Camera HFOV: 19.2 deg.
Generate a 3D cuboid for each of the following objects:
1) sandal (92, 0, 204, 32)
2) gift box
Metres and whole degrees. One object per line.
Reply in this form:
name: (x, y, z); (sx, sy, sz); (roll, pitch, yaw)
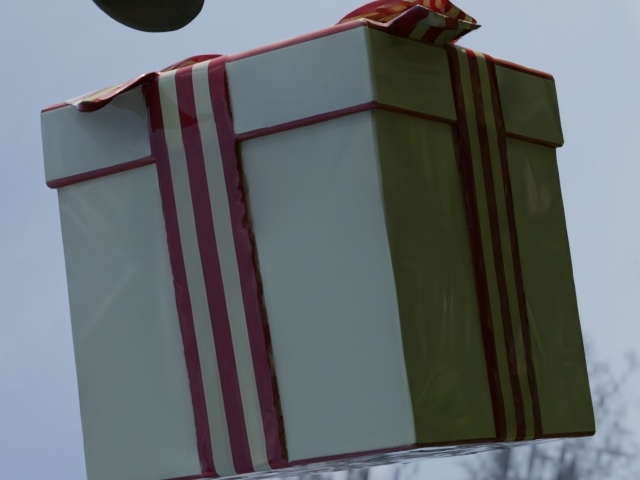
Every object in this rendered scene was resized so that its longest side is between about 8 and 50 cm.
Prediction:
sandal: (-0.187, -0.264, 1.702); (0.090, 0.060, 0.219); (-44, -58, -3)
gift box: (0.000, 0.000, 1.073); (0.276, 0.255, 0.258); (11, -110, -61)
